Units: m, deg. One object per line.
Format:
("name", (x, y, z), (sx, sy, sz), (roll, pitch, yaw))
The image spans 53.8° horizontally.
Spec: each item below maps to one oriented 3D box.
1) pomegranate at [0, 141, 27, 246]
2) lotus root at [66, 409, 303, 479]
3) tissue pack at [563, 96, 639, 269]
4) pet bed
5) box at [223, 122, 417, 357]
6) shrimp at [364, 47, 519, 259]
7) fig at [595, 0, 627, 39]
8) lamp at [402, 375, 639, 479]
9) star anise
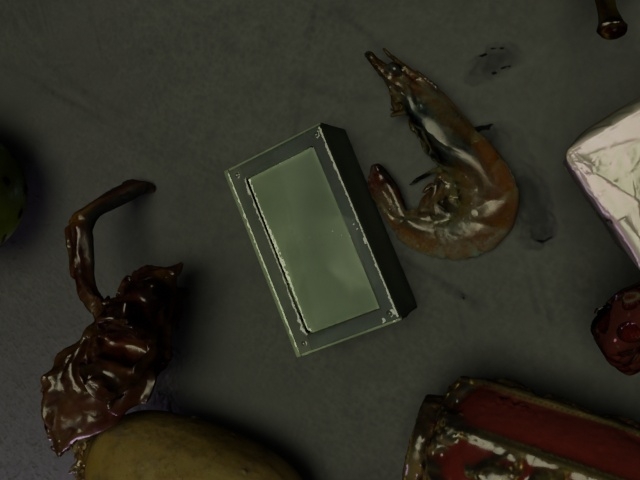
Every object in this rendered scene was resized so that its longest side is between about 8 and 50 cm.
("pomegranate", (-0.538, -0.041, 0.851), (0.231, 0.231, 0.286), (48, 119, 12))
("lotus root", (-0.174, 0.299, 0.760), (0.343, 0.151, 0.169), (15, 98, 16))
("tissue pack", (0.308, -0.073, 0.514), (0.185, 0.225, 0.124), (-33, 83, 20))
("pet bed", (0.330, 0.058, 0.540), (0.201, 0.201, 0.053), (-27, 54, 20))
("box", (0.000, 0.000, 0.710), (0.130, 0.086, 0.225), (-24, 86, 21))
("shrimp", (0.106, -0.089, 0.683), (0.144, 0.052, 0.251), (-35, 82, 22))
("fig", (0.276, -0.300, 0.546), (0.170, 0.145, 0.274), (16, 85, 20))
("lamp", (0.216, 0.236, 0.600), (0.274, 0.177, 0.177), (17, 99, 21))
("star anise", (-0.240, 0.083, 0.767), (0.148, 0.237, 0.346), (4, 73, -6))
